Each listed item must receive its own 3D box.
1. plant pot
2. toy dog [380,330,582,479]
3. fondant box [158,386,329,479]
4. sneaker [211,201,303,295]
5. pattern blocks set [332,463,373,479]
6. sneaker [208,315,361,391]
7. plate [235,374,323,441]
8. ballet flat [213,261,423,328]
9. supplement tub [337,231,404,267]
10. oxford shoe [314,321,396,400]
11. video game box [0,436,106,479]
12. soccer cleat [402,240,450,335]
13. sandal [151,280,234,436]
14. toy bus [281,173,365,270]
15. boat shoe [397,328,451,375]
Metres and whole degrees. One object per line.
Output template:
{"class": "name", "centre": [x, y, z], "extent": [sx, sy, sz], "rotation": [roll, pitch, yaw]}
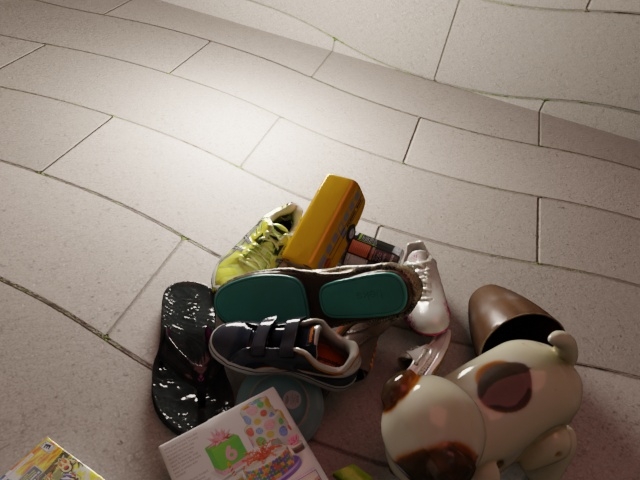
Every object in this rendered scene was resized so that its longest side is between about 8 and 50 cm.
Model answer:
{"class": "plant pot", "centre": [0.461, 0.214, 1.518], "extent": [0.215, 0.215, 0.230], "rotation": [4, 24, -10]}
{"class": "toy dog", "centre": [0.301, 0.353, 1.156], "extent": [0.408, 0.395, 0.284], "rotation": [-6, 54, -31]}
{"class": "fondant box", "centre": [-0.110, 0.461, 1.068], "extent": [0.238, 0.096, 0.330], "rotation": [-24, 54, -19]}
{"class": "sneaker", "centre": [-0.161, 0.025, 1.568], "extent": [0.145, 0.147, 0.385], "rotation": [32, 41, -6]}
{"class": "pattern blocks set", "centre": [-0.003, 0.533, 1.086], "extent": [0.325, 0.026, 0.285], "rotation": [35, 58, 27]}
{"class": "sneaker", "centre": [-0.070, 0.214, 1.252], "extent": [0.321, 0.127, 0.126], "rotation": [13, 47, -2]}
{"class": "plate", "centre": [-0.087, 0.344, 1.262], "extent": [0.188, 0.024, 0.188], "rotation": [-2, 65, 3]}
{"class": "ballet flat", "centre": [0.002, 0.132, 1.386], "extent": [0.483, 0.164, 0.182], "rotation": [-7, 0, 19]}
{"class": "supplement tub", "centre": [0.125, 0.045, 1.667], "extent": [0.190, 0.117, 0.117], "rotation": [22, 40, 10]}
{"class": "oxford shoe", "centre": [0.084, 0.257, 1.413], "extent": [0.363, 0.130, 0.133], "rotation": [-32, 63, -30]}
{"class": "video game box", "centre": [-0.489, 0.472, 1.048], "extent": [0.187, 0.048, 0.205], "rotation": [29, 42, 15]}
{"class": "soccer cleat", "centre": [0.256, 0.113, 1.550], "extent": [0.116, 0.143, 0.331], "rotation": [-9, 24, 5]}
{"class": "sandal", "centre": [-0.291, 0.236, 1.333], "extent": [0.167, 0.107, 0.446], "rotation": [-2, 41, -18]}
{"class": "toy bus", "centre": [0.000, 0.000, 1.570], "extent": [0.108, 0.130, 0.333], "rotation": [18, 67, 26]}
{"class": "boat shoe", "centre": [0.229, 0.291, 1.419], "extent": [0.096, 0.098, 0.277], "rotation": [26, 42, 14]}
